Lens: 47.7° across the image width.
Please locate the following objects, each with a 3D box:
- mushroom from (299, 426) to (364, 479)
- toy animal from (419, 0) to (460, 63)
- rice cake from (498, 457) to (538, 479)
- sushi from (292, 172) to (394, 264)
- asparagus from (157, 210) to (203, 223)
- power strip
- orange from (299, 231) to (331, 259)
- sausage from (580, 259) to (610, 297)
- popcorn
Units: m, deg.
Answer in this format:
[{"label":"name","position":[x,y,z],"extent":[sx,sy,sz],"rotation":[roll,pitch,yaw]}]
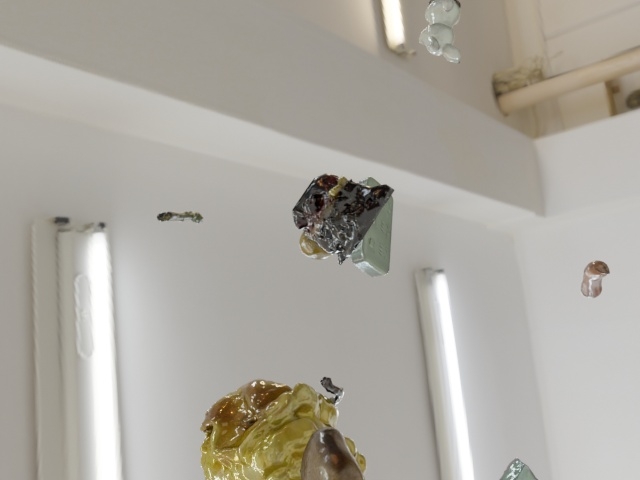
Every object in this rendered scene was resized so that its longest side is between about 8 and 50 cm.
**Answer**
[{"label":"mushroom","position":[0.012,0.329,1.063],"extent":[0.072,0.210,0.094],"rotation":[6,-79,-15]},{"label":"toy animal","position":[0.228,-0.391,1.361],"extent":[0.071,0.085,0.124],"rotation":[17,-100,-16]},{"label":"rice cake","position":[0.273,0.502,1.211],"extent":[0.081,0.051,0.290],"rotation":[39,-101,-19]},{"label":"sushi","position":[0.028,-0.056,1.504],"extent":[0.150,0.172,0.153],"rotation":[34,-116,0]},{"label":"asparagus","position":[-0.216,-0.036,1.147],"extent":[0.022,0.023,0.233],"rotation":[40,-177,3]},{"label":"power strip","position":[0.118,-0.052,1.914],"extent":[0.193,0.059,0.265],"rotation":[36,-132,-39]},{"label":"orange","position":[0.000,0.000,1.638],"extent":[0.085,0.095,0.085],"rotation":[60,-168,-22]},{"label":"sausage","position":[0.543,0.076,1.437],"extent":[0.177,0.040,0.047],"rotation":[56,-166,-64]},{"label":"popcorn","position":[-0.057,0.422,1.464],"extent":[0.382,0.349,0.349],"rotation":[-44,-65,-44]}]
